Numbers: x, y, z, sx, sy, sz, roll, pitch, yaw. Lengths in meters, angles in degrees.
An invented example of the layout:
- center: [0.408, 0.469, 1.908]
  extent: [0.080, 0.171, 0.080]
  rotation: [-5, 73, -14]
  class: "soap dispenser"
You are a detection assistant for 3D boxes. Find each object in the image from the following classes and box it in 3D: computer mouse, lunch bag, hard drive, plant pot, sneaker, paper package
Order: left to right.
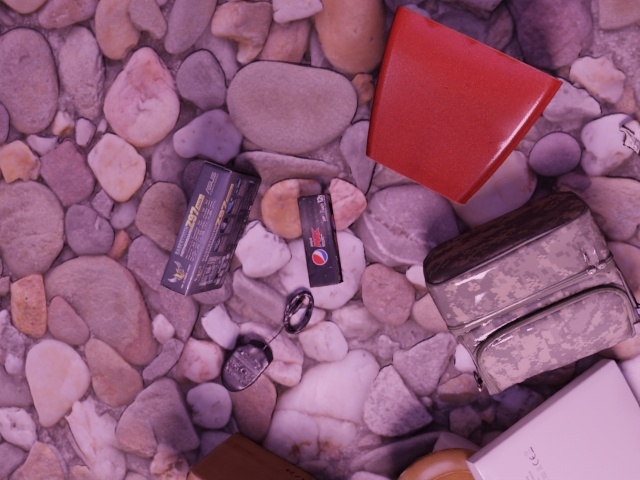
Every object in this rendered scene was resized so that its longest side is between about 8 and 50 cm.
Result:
- center: [-0.098, 0.191, 1.369]
  extent: [0.071, 0.041, 0.242]
  rotation: [44, 92, -1]
  class: "computer mouse"
- center: [-0.081, 0.503, 1.225]
  extent: [0.324, 0.309, 0.168]
  rotation: [26, 91, 9]
  class: "paper package"
- center: [0.218, -0.211, 1.195]
  extent: [0.267, 0.267, 0.236]
  rotation: [28, 107, 10]
  class: "plant pot"
- center: [0.216, 0.456, 1.166]
  extent: [0.236, 0.032, 0.237]
  rotation: [-1, 93, -12]
  class: "plant pot"
- center: [0.354, 0.093, 1.195]
  extent: [0.305, 0.212, 0.256]
  rotation: [-27, 102, 11]
  class: "lunch bag"
- center: [0.407, 0.361, 1.180]
  extent: [0.307, 0.040, 0.203]
  rotation: [-30, 94, -18]
  class: "hard drive"
- center: [0.541, -0.164, 1.239]
  extent: [0.036, 0.032, 0.083]
  rotation: [-23, 81, 24]
  class: "sneaker"

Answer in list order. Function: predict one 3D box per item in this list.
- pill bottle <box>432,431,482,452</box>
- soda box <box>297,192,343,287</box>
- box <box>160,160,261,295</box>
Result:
- center: [0.203, 0.467, 1.255]
  extent: [0.136, 0.136, 0.246]
  rotation: [25, 95, 10]
  class: "pill bottle"
- center: [0.000, 0.000, 1.334]
  extent: [0.060, 0.053, 0.169]
  rotation: [-8, 88, 12]
  class: "soda box"
- center: [-0.194, -0.021, 1.307]
  extent: [0.059, 0.183, 0.233]
  rotation: [21, 95, 10]
  class: "box"
